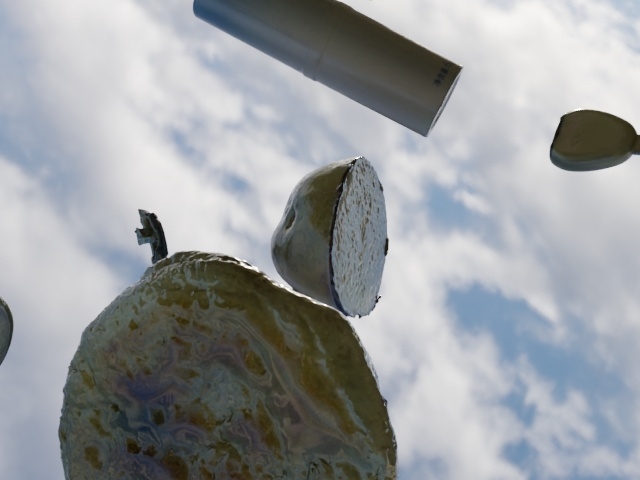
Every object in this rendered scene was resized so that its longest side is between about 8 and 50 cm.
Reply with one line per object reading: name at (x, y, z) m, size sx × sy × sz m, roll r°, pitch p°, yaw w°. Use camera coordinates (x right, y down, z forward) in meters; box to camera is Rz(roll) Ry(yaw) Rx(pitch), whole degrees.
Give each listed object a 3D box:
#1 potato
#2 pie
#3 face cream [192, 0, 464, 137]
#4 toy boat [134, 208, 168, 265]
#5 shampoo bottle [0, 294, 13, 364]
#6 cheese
potato at (0.000, 0.000, 1.389) m, size 0.117 × 0.182 × 0.202 m, roll 2°, pitch -123°, yaw 19°
pie at (-0.082, 0.166, 0.947) m, size 0.337 × 0.337 × 0.075 m, roll 38°, pitch -151°, yaw 8°
face cream at (0.006, -0.185, 1.093) m, size 0.250 × 0.077 × 0.077 m, roll 29°, pitch -142°, yaw 6°
toy boat at (-0.217, -0.004, 1.490) m, size 0.038 × 0.038 × 0.083 m, roll -2°, pitch -118°, yaw -34°
shampoo bottle at (-0.313, 0.009, 0.772) m, size 0.262 × 0.085 × 0.085 m, roll 31°, pitch -145°, yaw 30°
cheese at (0.407, -0.131, 1.584) m, size 0.037 × 0.192 × 0.097 m, roll 45°, pitch -118°, yaw -47°
